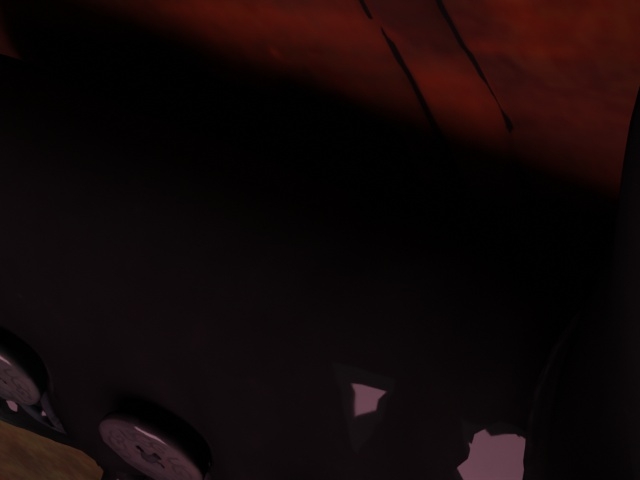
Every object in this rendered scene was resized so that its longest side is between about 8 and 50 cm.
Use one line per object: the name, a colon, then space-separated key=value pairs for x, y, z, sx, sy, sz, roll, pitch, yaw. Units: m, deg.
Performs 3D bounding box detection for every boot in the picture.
boot: x=0.000 y=0.002 z=0.578 sx=0.445 sy=0.146 sz=0.367 roll=25 pitch=148 yaw=37
